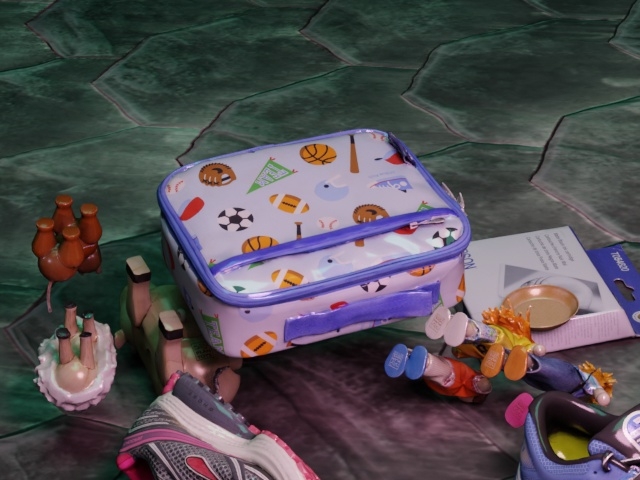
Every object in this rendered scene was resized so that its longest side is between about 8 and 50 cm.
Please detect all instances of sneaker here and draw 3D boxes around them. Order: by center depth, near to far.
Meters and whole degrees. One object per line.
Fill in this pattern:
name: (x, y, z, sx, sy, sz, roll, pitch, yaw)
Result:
sneaker: (0.283, 0.221, 1.538, 0.130, 0.147, 0.330, -28, 34, -32)
sneaker: (-0.072, 0.236, 1.702, 0.112, 0.121, 0.299, -48, 41, -13)

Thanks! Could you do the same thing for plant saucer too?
plant saucer: (0.235, 0.075, 1.950, 0.083, 0.015, 0.083, -5, 31, 3)

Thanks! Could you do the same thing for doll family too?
doll family: (0.206, 0.127, 1.802, 0.263, 0.118, 0.163, 23, 0, 43)

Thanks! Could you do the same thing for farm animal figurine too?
farm animal figurine: (-0.145, 0.076, 1.977, 0.330, 0.172, 0.326, -1, 38, -9)

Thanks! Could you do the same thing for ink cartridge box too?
ink cartridge box: (0.262, 0.053, 2.055, 0.224, 0.045, 0.223, -9, 27, -6)

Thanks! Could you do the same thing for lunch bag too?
lunch bag: (0.000, 0.000, 1.856, 0.303, 0.115, 0.243, -14, 41, -19)
